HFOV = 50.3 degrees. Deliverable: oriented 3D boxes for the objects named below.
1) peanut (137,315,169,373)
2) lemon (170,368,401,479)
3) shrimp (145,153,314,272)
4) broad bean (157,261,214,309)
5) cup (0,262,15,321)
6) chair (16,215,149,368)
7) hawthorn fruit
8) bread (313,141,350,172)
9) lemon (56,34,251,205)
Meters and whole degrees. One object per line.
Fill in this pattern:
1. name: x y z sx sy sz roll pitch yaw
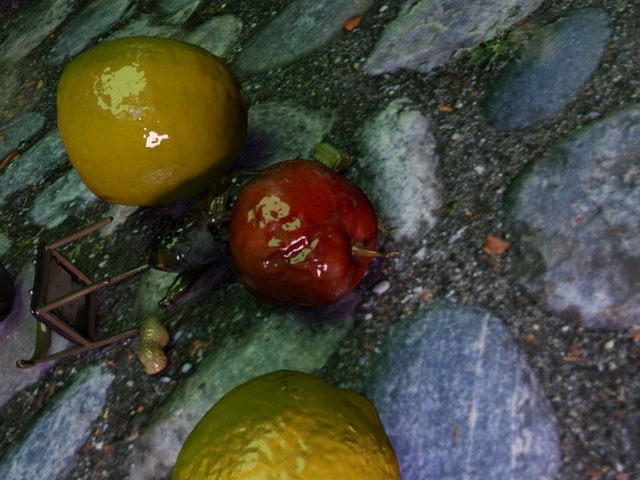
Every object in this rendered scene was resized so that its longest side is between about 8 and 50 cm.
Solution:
1. peanut: -0.288 0.181 1.180 0.054 0.054 0.113 -21 49 13
2. lemon: -0.042 0.293 0.802 0.293 0.293 0.293 -15 48 17
3. shrimp: -0.137 -0.033 1.228 0.372 0.171 0.137 -28 22 -19
4. broad bean: -0.208 0.009 1.282 0.060 0.043 0.297 6 58 43
5. cup: -0.780 0.146 1.391 0.280 0.196 0.196 -39 45 4
6. chair: -0.460 0.105 1.252 0.272 0.166 0.188 -24 46 9
7. hawthorn fruit: 0.000 0.000 1.054 0.272 0.241 0.241 12 60 23
8. bread: 0.021 -0.157 1.300 0.049 0.034 0.088 -53 43 1
9. lemon: -0.306 -0.240 1.343 0.365 0.364 0.364 -15 48 17
